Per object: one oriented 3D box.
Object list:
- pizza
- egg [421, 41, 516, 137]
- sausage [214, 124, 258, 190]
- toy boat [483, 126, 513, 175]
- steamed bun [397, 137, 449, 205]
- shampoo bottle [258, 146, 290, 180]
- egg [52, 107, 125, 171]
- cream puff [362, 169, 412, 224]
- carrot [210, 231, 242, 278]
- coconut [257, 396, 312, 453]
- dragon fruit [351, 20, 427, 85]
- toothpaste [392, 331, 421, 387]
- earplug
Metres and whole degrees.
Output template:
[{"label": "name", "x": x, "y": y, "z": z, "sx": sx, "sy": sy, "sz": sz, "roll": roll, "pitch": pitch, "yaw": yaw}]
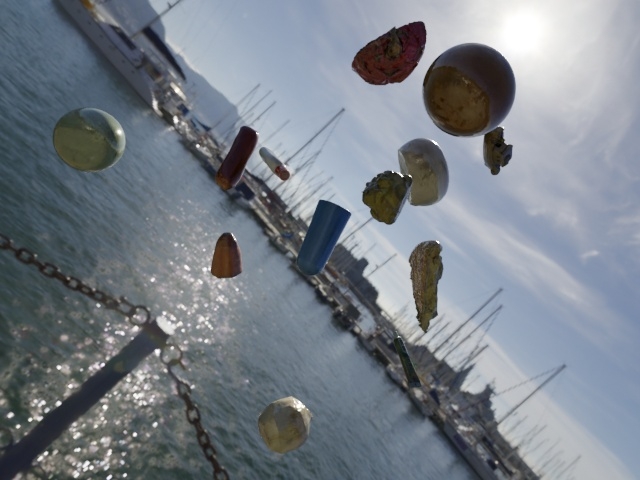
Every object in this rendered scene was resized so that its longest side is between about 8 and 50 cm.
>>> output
[{"label": "pizza", "x": 0.335, "y": 0.144, "z": 1.496, "sx": 0.280, "sy": 0.075, "sz": 0.287, "roll": 139, "pitch": -49, "yaw": -87}, {"label": "egg", "x": 0.461, "y": -0.467, "z": 1.491, "sx": 0.282, "sy": 0.283, "sz": 0.351, "roll": 48, "pitch": 30, "yaw": -19}, {"label": "sausage", "x": -0.321, "y": -0.328, "z": 1.852, "sx": 0.089, "sy": 0.300, "sz": 0.083, "roll": 21, "pitch": -22, "yaw": -1}, {"label": "toy boat", "x": 0.791, "y": -0.399, "z": 2.118, "sx": 0.121, "sy": 0.089, "sz": 0.321, "roll": 41, "pitch": -5, "yaw": 28}, {"label": "steamed bun", "x": 0.492, "y": -0.323, "z": 2.236, "sx": 0.324, "sy": 0.207, "sz": 0.324, "roll": -12, "pitch": 90, "yaw": -85}, {"label": "shampoo bottle", "x": -0.161, "y": -0.272, "z": 1.726, "sx": 0.108, "sy": 0.051, "sz": 0.221, "roll": 48, "pitch": 3, "yaw": -34}, {"label": "egg", "x": -0.778, "y": -0.342, "z": 1.617, "sx": 0.296, "sy": 0.218, "sz": 0.218, "roll": 7, "pitch": -32, "yaw": 45}, {"label": "cream puff", "x": 0.158, "y": -0.115, "z": 1.186, "sx": 0.116, "sy": 0.146, "sz": 0.146, "roll": 27, "pitch": -5, "yaw": 14}, {"label": "carrot", "x": -0.464, "y": 0.063, "z": 2.320, "sx": 0.159, "sy": 0.159, "sz": 0.224, "roll": -133, "pitch": -142, "yaw": -51}, {"label": "coconut", "x": -0.119, "y": 0.661, "z": 1.714, "sx": 0.194, "sy": 0.194, "sz": 0.194, "roll": 48, "pitch": 0, "yaw": 1}, {"label": "dragon fruit", "x": 0.257, "y": -0.668, "z": 1.761, "sx": 0.152, "sy": 0.317, "sz": 0.205, "roll": 64, "pitch": 28, "yaw": 2}, {"label": "toothpaste", "x": 0.286, "y": 0.401, "z": 1.609, "sx": 0.049, "sy": 0.031, "sz": 0.204, "roll": 3, "pitch": 50, "yaw": -27}, {"label": "earplug", "x": 0.000, "y": 0.000, "z": 1.735, "sx": 0.133, "sy": 0.272, "sz": 0.132, "roll": 24, "pitch": -5, "yaw": 2}]
